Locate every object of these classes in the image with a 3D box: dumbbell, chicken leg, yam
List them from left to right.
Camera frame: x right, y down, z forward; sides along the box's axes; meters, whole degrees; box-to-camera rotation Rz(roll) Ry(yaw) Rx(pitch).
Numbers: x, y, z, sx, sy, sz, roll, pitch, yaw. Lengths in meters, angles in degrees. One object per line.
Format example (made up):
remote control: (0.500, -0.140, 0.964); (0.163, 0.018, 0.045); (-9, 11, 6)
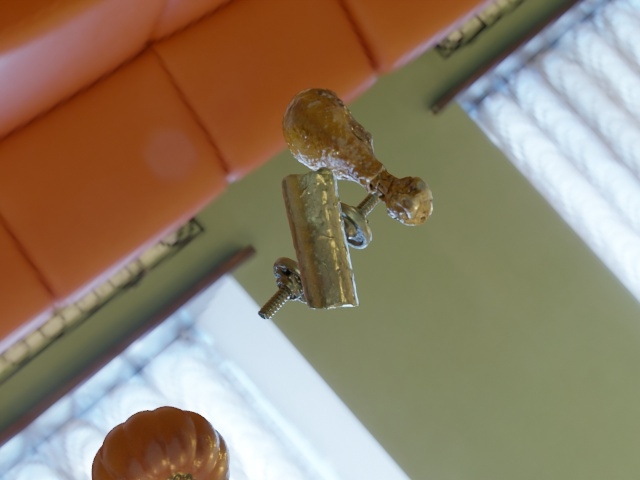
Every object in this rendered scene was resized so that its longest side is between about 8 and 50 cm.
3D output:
yam: (0.000, 0.000, 1.086); (0.054, 0.132, 0.054); (-11, -177, 1)
dumbbell: (0.003, 0.016, 1.613); (0.254, 0.081, 0.081); (-47, 176, -23)
chicken leg: (0.044, -0.103, 1.483); (0.087, 0.251, 0.107); (-41, 149, -13)

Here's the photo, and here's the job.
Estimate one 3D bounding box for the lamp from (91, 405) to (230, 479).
lamp: (-0.250, 0.366, 1.851); (0.223, 0.223, 0.196); (-42, -142, 8)
